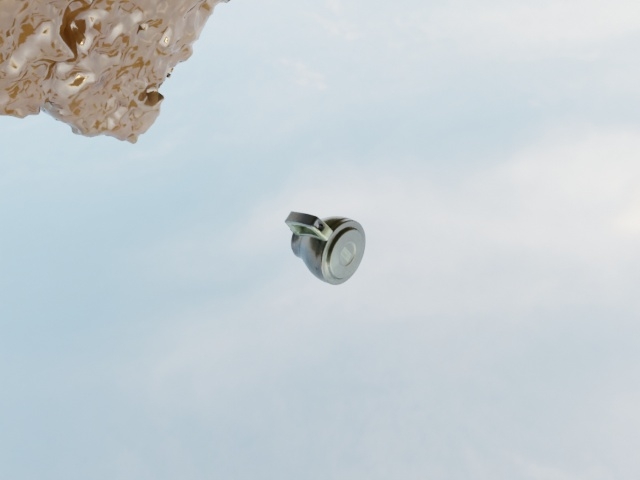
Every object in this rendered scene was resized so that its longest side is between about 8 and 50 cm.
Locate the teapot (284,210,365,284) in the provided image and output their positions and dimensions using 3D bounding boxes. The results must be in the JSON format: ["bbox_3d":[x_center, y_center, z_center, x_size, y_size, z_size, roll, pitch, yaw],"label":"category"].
[{"bbox_3d":[0.000,0.000,0.606,0.057,0.088,0.066,20,-108,38],"label":"teapot"}]

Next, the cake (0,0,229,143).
[{"bbox_3d":[-0.204,-0.245,0.373,0.290,0.255,0.282,39,-168,10],"label":"cake"}]
